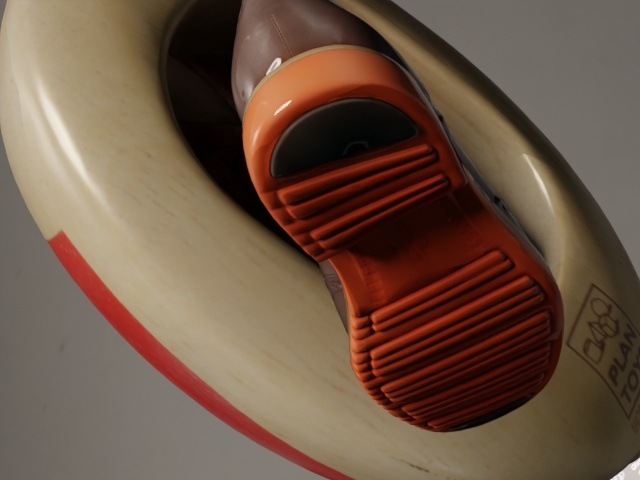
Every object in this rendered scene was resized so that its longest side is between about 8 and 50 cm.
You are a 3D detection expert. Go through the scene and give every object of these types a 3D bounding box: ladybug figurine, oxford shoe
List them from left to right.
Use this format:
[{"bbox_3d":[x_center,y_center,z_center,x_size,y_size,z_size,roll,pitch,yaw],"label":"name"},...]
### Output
[{"bbox_3d":[0.000,0.000,1.019,0.449,0.162,0.305,39,44,-7],"label":"ladybug figurine"},{"bbox_3d":[0.037,-0.011,0.772,0.097,0.271,0.098,-23,49,4],"label":"oxford shoe"}]

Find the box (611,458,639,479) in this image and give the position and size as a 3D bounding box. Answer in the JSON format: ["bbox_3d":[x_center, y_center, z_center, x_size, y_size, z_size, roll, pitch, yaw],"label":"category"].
[{"bbox_3d":[0.216,0.232,1.346,0.295,0.073,0.293,-51,62,18],"label":"box"}]
